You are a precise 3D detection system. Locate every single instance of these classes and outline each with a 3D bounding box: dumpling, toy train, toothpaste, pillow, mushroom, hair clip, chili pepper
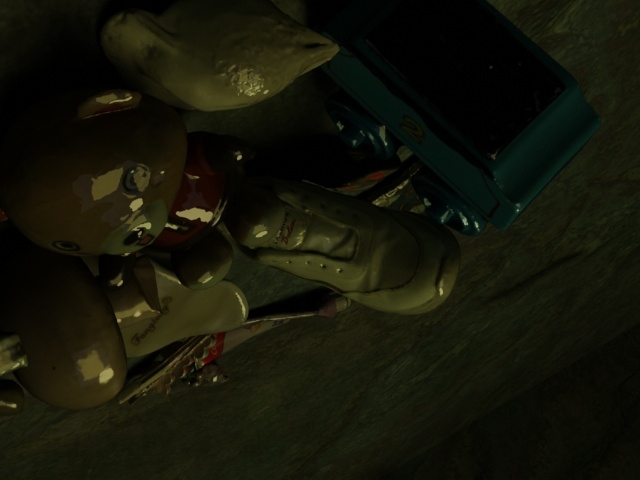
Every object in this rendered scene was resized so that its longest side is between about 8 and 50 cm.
[{"bbox_3d":[-0.099,-0.179,1.102,0.215,0.126,0.166,-25,171,-28],"label":"dumpling"},{"bbox_3d":[0.139,-0.159,1.235,0.188,0.300,0.265,-45,172,-10],"label":"toy train"},{"bbox_3d":[-0.078,0.137,1.823,0.301,0.048,0.075,-17,155,-31],"label":"toothpaste"},{"bbox_3d":[0.157,-0.078,1.730,0.255,0.034,0.189,-37,156,5],"label":"pillow"},{"bbox_3d":[-0.275,0.086,1.270,0.204,0.204,0.204,-28,156,-14],"label":"mushroom"},{"bbox_3d":[-0.230,0.190,1.706,0.214,0.062,0.056,-39,167,14],"label":"hair clip"},{"bbox_3d":[-0.195,0.223,1.837,0.050,0.041,0.153,-18,170,14],"label":"chili pepper"},{"bbox_3d":[-0.220,0.073,1.426,0.282,0.113,0.172,1,138,-52],"label":"hair clip"}]

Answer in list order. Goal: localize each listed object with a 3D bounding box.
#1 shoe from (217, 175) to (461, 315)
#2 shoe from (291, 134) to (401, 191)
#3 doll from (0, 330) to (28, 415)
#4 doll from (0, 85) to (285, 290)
[{"bbox_3d":[0.000,0.000,1.362,0.210,0.342,0.132,11,96,-48],"label":"shoe"},{"bbox_3d":[0.026,-0.093,1.490,0.194,0.074,0.077,-10,152,-48],"label":"shoe"},{"bbox_3d":[-0.507,0.116,1.080,0.382,0.252,0.379,-24,123,-30],"label":"doll"},{"bbox_3d":[-0.185,-0.063,1.143,0.235,0.174,0.330,-33,155,24],"label":"doll"}]
